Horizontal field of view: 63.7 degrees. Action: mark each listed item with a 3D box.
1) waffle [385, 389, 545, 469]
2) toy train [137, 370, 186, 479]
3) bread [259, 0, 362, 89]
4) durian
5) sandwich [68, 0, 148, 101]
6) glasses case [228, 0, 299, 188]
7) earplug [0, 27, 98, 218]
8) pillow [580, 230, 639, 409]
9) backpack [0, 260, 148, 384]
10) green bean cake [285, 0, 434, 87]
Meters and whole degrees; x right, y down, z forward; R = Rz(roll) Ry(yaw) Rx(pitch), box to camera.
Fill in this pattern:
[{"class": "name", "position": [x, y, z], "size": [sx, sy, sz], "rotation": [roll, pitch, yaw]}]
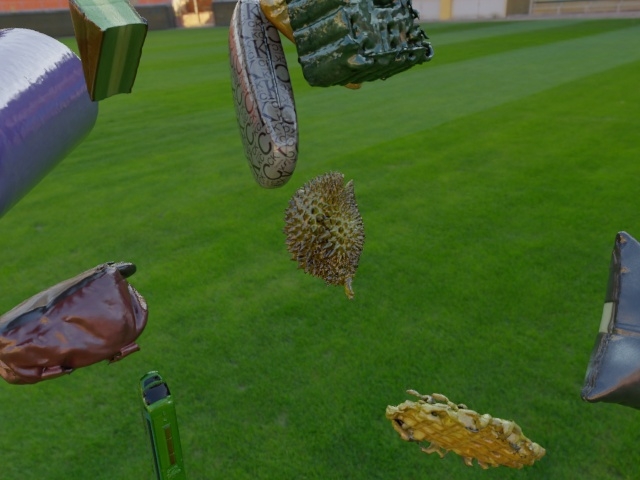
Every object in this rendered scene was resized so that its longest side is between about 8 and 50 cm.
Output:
[{"class": "waffle", "position": [0.270, 0.374, 0.982], "size": [0.281, 0.262, 0.060], "rotation": [-7, 45, 36]}, {"class": "toy train", "position": [-0.247, 0.305, 0.811], "size": [0.044, 0.208, 0.042], "rotation": [-21, 29, -39]}, {"class": "bread", "position": [0.012, -0.382, 0.882], "size": [0.246, 0.121, 0.173], "rotation": [31, 39, -27]}, {"class": "durian", "position": [0.000, 0.000, 0.790], "size": [0.147, 0.208, 0.103], "rotation": [-33, -20, 36]}, {"class": "sandwich", "position": [-0.286, -0.256, 0.678], "size": [0.074, 0.116, 0.074], "rotation": [46, 44, 10]}, {"class": "glasses case", "position": [-0.103, -0.260, 0.894], "size": [0.085, 0.354, 0.137], "rotation": [-4, -20, -25]}, {"class": "earplug", "position": [-0.458, -0.141, 0.687], "size": [0.216, 0.215, 0.455], "rotation": [-6, 30, -6]}, {"class": "pillow", "position": [0.475, 0.129, 0.738], "size": [0.186, 0.249, 0.106], "rotation": [18, -8, -17]}, {"class": "backpack", "position": [-0.354, 0.128, 0.745], "size": [0.229, 0.138, 0.229], "rotation": [-29, 3, 2]}, {"class": "green bean cake", "position": [0.053, -0.325, 0.700], "size": [0.194, 0.208, 0.107], "rotation": [-23, 12, -36]}]
